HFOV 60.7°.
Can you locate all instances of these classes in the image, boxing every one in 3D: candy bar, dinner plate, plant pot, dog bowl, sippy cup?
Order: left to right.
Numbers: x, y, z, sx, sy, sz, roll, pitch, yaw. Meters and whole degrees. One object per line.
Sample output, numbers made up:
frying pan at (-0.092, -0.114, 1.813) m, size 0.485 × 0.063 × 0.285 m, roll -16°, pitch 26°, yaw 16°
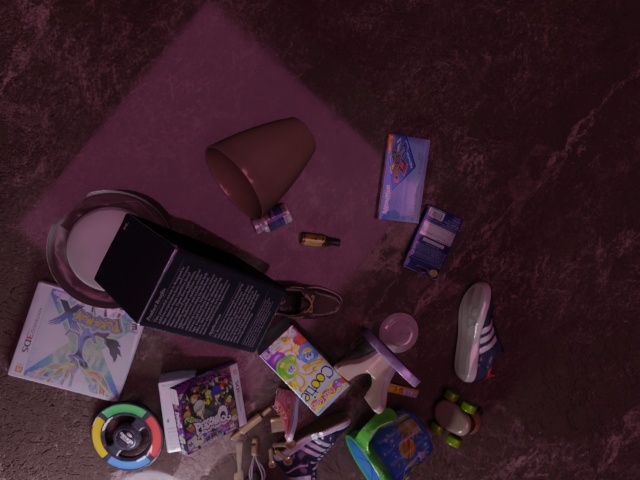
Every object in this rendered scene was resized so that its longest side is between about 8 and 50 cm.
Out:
dog bowl at (-0.611, 0.023, 1.617) m, size 0.349 × 0.102 × 0.348 m, roll -1°, pitch 97°, yaw -11°
plant pot at (-0.155, -0.242, 1.628) m, size 0.274 × 0.256 × 0.256 m, roll -40°, pitch 102°, yaw -22°
sippy cup at (0.237, 0.680, 1.797) m, size 0.224 × 0.305 × 0.240 m, roll -30°, pitch 72°, yaw -18°
candy bar at (0.267, 0.512, 1.880) m, size 0.162 × 0.018 × 0.040 m, roll 16°, pitch 96°, yaw -13°
dinner plate at (0.269, 0.316, 1.862) m, size 0.141 × 0.017 × 0.141 m, roll -1°, pitch 97°, yaw -12°

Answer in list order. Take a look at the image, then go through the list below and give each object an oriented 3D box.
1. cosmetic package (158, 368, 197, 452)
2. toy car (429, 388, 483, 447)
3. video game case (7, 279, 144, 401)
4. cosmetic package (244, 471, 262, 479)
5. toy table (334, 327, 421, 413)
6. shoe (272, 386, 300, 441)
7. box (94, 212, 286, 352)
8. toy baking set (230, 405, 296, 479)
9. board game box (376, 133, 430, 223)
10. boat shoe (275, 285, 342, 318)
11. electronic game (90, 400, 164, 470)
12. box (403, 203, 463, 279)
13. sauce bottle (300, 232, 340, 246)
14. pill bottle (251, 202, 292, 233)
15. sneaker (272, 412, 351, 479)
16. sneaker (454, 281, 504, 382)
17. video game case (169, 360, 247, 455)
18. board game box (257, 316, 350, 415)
cosmetic package at (-0.434, 0.530, 1.712) m, size 0.118 × 0.085 × 0.230 m, roll -8°, pitch 98°, yaw -11°
toy car at (0.500, 0.619, 1.903) m, size 0.188 × 0.149 × 0.154 m, roll 19°, pitch 96°, yaw -41°
video game case at (-0.729, 0.308, 1.656) m, size 0.329 × 0.036 × 0.299 m, roll 19°, pitch 92°, yaw -13°
cosmetic package at (-0.197, 0.854, 1.714) m, size 0.107 × 0.238 × 0.127 m, roll -38°, pitch 99°, yaw -8°
toy table at (0.174, 0.411, 1.727) m, size 0.161 × 0.274 × 0.252 m, roll -45°, pitch 112°, yaw -1°
shoe at (-0.116, 0.552, 1.744) m, size 0.081 × 0.178 × 0.063 m, roll 16°, pitch 130°, yaw -8°
box at (-0.349, 0.121, 1.497) m, size 0.396 × 0.294 × 0.211 m, roll 28°, pitch 89°, yaw -45°
toy baking set at (-0.196, 0.664, 1.752) m, size 0.256 × 0.030 × 0.196 m, roll -33°, pitch 66°, yaw -4°
board game box at (0.274, -0.201, 1.805) m, size 0.145 × 0.027 × 0.281 m, roll 7°, pitch 94°, yaw -13°
boat shoe at (-0.071, 0.200, 1.745) m, size 0.305 × 0.091 × 0.109 m, roll 7°, pitch 94°, yaw -12°
electronic game at (-0.595, 0.603, 1.685) m, size 0.230 × 0.048 × 0.229 m, roll 0°, pitch 98°, yaw 2°
box at (0.374, 0.006, 1.840) m, size 0.137 × 0.036 × 0.225 m, roll 24°, pitch 89°, yaw -12°
sauce bottle at (0.000, 0.000, 1.765) m, size 0.128 × 0.042 × 0.042 m, roll 5°, pitch 95°, yaw -13°
pill bottle at (-0.154, -0.066, 1.714) m, size 0.120 × 0.067 × 0.067 m, roll -25°, pitch 100°, yaw -8°
sneaker at (-0.004, 0.691, 1.802) m, size 0.282 × 0.099 × 0.153 m, roll -27°, pitch 95°, yaw 0°
sneaker at (0.561, 0.312, 1.871) m, size 0.148 × 0.131 × 0.349 m, roll 4°, pitch 101°, yaw -18°
video game case at (-0.341, 0.512, 1.687) m, size 0.232 × 0.042 × 0.210 m, roll -15°, pitch 100°, yaw -45°
board game box at (-0.059, 0.393, 1.740) m, size 0.142 × 0.144 × 0.275 m, roll -42°, pitch 102°, yaw -5°
